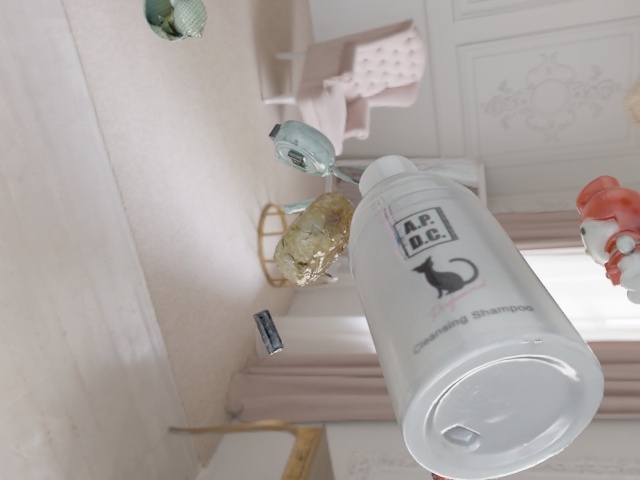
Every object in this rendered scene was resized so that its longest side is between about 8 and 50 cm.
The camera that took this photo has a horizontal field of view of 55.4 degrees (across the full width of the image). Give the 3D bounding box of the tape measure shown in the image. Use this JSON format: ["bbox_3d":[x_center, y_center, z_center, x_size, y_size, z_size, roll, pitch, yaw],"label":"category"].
[{"bbox_3d":[0.033,-0.177,1.387,0.084,0.330,0.164,-63,160,-11],"label":"tape measure"}]

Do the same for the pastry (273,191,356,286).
[{"bbox_3d":[-0.004,-0.003,0.895,0.153,0.081,0.153,-40,160,-18],"label":"pastry"}]

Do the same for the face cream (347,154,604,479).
[{"bbox_3d":[0.096,0.018,0.561,0.370,0.145,0.146,-107,-179,-55],"label":"face cream"}]

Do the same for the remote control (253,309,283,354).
[{"bbox_3d":[-0.113,0.198,1.326,0.096,0.039,0.014,66,-20,11],"label":"remote control"}]

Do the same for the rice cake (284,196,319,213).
[{"bbox_3d":[-0.033,-0.089,1.516,0.021,0.121,0.022,-125,-154,-52],"label":"rice cake"}]

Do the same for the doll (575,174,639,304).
[{"bbox_3d":[0.523,-0.020,1.066,0.161,0.129,0.290,48,31,-30],"label":"doll"}]

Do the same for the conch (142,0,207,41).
[{"bbox_3d":[-0.192,-0.303,0.815,0.085,0.076,0.056,55,11,4],"label":"conch"}]

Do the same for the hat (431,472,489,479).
[{"bbox_3d":[0.186,0.331,0.792,0.140,0.129,0.228,-13,72,-51],"label":"hat"}]
